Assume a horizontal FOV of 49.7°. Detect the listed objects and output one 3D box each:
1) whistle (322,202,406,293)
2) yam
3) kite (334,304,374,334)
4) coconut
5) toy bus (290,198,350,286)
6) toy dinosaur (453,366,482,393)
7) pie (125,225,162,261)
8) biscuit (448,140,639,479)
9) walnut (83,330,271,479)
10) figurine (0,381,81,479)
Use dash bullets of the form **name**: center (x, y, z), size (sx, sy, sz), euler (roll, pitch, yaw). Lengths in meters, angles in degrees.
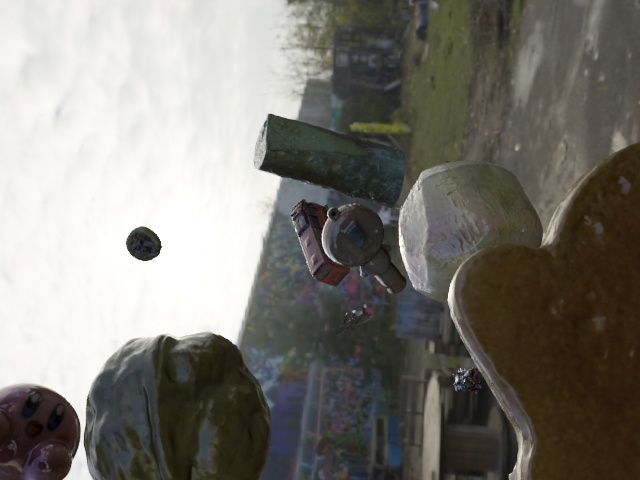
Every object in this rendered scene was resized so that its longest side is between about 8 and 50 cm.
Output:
- **whistle**: center (0.079, 0.018, 1.165), size (0.220, 0.107, 0.057), euler (48, 171, -36)
- **yam**: center (0.014, -0.088, 0.759), size (0.068, 0.170, 0.068), euler (-165, 90, -75)
- **kite**: center (0.101, 0.221, 1.965), size (0.016, 0.127, 0.229), euler (61, 170, 17)
- **coconut**: center (0.302, 0.001, 1.411), size (0.297, 0.298, 0.254), euler (90, 174, -60)
- **toy bus**: center (0.000, 0.000, 1.552), size (0.073, 0.096, 0.234), euler (-50, 39, 25)
- **toy dinosaur**: center (0.303, 0.292, 1.436), size (0.154, 0.055, 0.049), euler (93, 178, -66)
- **pie**: center (-0.389, 0.010, 1.521), size (0.021, 0.084, 0.084), euler (-66, -20, -76)
- **biscuit**: center (0.238, 0.082, 0.537), size (0.057, 0.288, 0.343), euler (91, -170, -77)
- **walnut**: center (-0.225, 0.287, 1.099), size (0.253, 0.282, 0.276), euler (-50, 46, 52)
- **figurine**: center (-0.599, 0.397, 1.376), size (0.261, 0.270, 0.211), euler (-49, 15, 31)
